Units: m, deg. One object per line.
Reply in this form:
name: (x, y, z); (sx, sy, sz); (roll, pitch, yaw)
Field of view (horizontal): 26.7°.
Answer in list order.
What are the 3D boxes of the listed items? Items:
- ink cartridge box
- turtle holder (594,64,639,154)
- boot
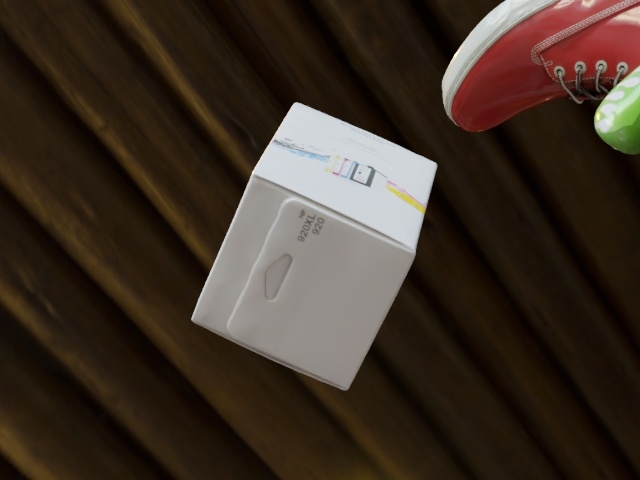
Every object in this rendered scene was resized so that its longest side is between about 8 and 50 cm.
ink cartridge box: (0.000, 0.000, 1.333); (0.168, 0.232, 0.171); (24, -65, 0)
turtle holder: (0.290, -0.100, 0.552); (0.320, 0.243, 0.227); (-7, -39, -41)
boot: (0.214, -0.121, 1.029); (0.244, 0.176, 0.088); (-34, -36, 22)
